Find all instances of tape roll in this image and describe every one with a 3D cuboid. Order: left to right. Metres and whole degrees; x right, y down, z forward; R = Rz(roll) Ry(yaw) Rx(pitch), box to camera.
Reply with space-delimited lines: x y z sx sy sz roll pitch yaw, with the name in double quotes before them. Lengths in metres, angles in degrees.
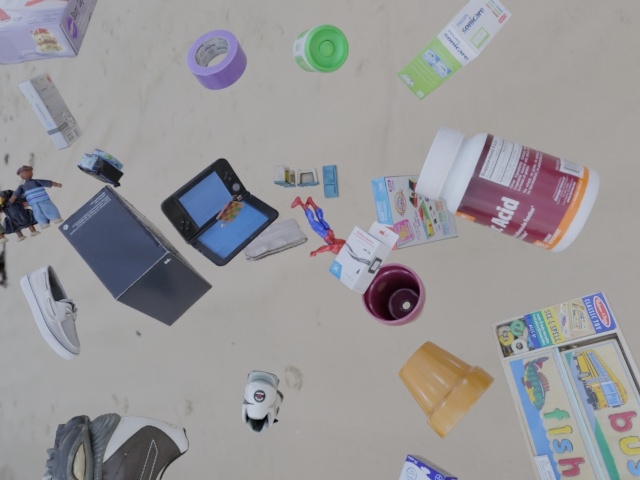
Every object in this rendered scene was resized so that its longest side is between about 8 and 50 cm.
"tape roll" -0.351 -0.612 1.588 0.189 0.080 0.188 -6 69 15

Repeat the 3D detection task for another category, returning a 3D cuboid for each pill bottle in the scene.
"pill bottle" 0.460 -0.140 1.198 0.392 0.224 0.224 22 103 12

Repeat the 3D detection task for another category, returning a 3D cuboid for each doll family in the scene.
"doll family" -0.541 -0.053 0.797 0.076 0.193 0.111 -24 93 54

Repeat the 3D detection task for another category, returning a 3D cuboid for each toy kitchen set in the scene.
"toy kitchen set" -0.047 -0.211 1.703 0.207 0.166 0.122 -5 90 12

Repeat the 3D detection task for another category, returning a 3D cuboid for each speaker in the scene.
"speaker" -0.004 -0.545 1.340 0.296 0.131 0.131 -116 46 -67

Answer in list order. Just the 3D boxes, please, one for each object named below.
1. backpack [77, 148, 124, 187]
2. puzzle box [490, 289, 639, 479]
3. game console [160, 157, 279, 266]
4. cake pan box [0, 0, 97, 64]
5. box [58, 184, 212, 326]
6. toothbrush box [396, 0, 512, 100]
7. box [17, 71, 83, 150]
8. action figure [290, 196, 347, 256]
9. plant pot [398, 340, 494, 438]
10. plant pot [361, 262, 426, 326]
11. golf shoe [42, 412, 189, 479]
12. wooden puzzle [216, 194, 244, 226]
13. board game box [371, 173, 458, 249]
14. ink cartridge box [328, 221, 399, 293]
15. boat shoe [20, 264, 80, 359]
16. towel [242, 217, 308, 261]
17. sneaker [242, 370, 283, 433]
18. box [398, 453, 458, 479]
"backpack" -0.660 -0.224 1.410 0.114 0.105 0.084 16 75 29
"puzzle box" 0.570 0.343 1.040 0.272 0.052 0.408 -26 58 30
"game console" -0.334 -0.103 1.580 0.293 0.250 0.173 -45 32 -25
"cake pan box" -0.546 -0.414 0.835 0.070 0.267 0.245 82 -176 -55
"box" -0.500 0.053 1.295 0.294 0.296 0.183 40 79 23
"toothbrush box" 0.389 -0.579 1.398 0.206 0.122 0.283 -50 9 -21
"box" -0.738 -0.357 1.292 0.145 0.038 0.186 -112 3 -60
"action figure" 0.000 0.000 1.464 0.280 0.092 0.139 49 127 31
"plant pot" 0.316 0.376 1.236 0.188 0.205 0.205 41 115 25
"plant pot" 0.258 0.195 1.550 0.201 0.180 0.201 -10 64 22
"golf shoe" -0.130 0.212 0.299 0.077 0.094 0.198 11 95 63
"wooden puzzle" -0.187 -0.062 0.978 0.006 0.049 0.083 44 106 24
"board game box" 0.329 -0.105 1.603 0.064 0.317 0.242 -11 88 54
"ink cartridge box" 0.112 0.035 1.229 0.104 0.060 0.180 37 99 45
"boat shoe" -0.703 0.189 1.259 0.088 0.096 0.267 -32 75 -4
"towel" -0.214 -0.008 2.052 0.187 0.282 0.049 -124 18 -50
"sneaker" -0.182 0.501 1.393 0.330 0.123 0.146 90 -172 -60
"box" 0.280 0.673 1.264 0.126 0.072 0.137 12 78 48
